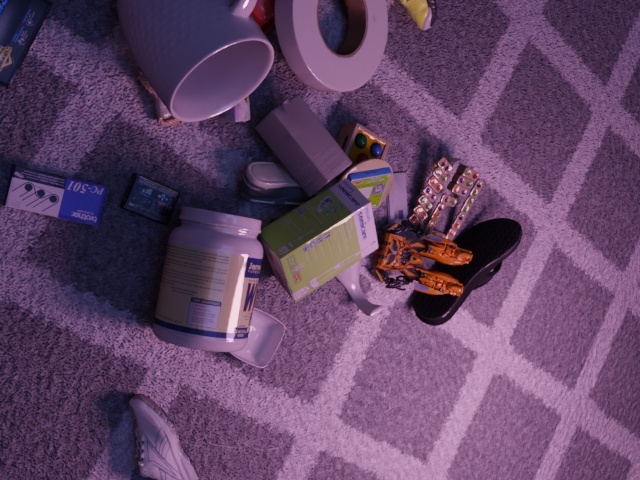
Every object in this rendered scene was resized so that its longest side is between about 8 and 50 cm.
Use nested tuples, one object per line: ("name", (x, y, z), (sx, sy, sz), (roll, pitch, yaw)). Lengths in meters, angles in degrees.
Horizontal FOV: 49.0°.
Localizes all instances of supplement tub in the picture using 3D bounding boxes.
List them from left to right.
("supplement tub", (-0.270, 0.093, 1.720), (0.236, 0.235, 0.324), (10, 90, -31))

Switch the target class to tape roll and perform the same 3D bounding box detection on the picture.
("tape roll", (0.039, -0.591, 1.871), (0.392, 0.072, 0.391), (-12, 106, -47))

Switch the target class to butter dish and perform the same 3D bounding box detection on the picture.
("butter dish", (-0.151, -0.624, 1.792), (0.160, 0.118, 0.160), (42, 74, -26))

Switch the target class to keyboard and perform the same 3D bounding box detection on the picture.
("keyboard", (0.235, -0.078, 2.132), (0.072, 0.014, 0.255), (-9, 99, -35))

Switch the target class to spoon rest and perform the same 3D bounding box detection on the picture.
("spoon rest", (0.089, 0.088, 2.033), (0.137, 0.084, 0.276), (-26, 94, -27))

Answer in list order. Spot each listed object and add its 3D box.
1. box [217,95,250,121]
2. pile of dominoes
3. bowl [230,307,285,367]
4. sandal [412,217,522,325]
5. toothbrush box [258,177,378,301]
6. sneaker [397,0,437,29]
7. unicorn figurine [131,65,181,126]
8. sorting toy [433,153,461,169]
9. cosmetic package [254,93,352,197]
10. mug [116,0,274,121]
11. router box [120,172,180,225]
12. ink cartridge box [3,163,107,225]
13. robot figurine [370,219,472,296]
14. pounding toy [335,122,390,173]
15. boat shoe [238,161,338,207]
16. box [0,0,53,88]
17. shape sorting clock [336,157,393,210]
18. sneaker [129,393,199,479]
("box", (-0.224, -0.460, 1.760), (0.063, 0.067, 0.323), (-24, 117, -56))
("pile of dominoes", (0.391, -0.114, 2.154), (0.196, 0.040, 0.251), (20, 104, -30))
("bowl", (-0.182, 0.258, 1.893), (0.142, 0.053, 0.141), (33, 78, -29))
("sandal", (0.463, 0.098, 2.218), (0.446, 0.168, 0.107), (-44, 139, -12))
("toothbrush box", (0.000, 0.000, 1.860), (0.283, 0.122, 0.206), (-32, 144, -12))
("sneaker", (0.205, -0.766, 1.999), (0.147, 0.145, 0.384), (-32, 111, 3))
("unicorn figurine", (-0.383, -0.356, 1.715), (0.111, 0.060, 0.161), (-15, 99, -33))
("sorting toy", (0.398, -0.237, 2.173), (0.083, 0.075, 0.044), (-44, 114, -20))
("cosmetic package", (-0.044, -0.250, 1.846), (0.238, 0.107, 0.127), (51, 48, -1))
("mug", (-0.278, -0.510, 1.575), (0.276, 0.374, 0.328), (-19, 71, -53))
("router box", (-0.418, -0.101, 1.730), (0.123, 0.038, 0.092), (25, 83, -30))
("ink cartridge box", (-0.607, -0.103, 1.615), (0.207, 0.046, 0.097), (13, 89, -31))
("robot figurine", (0.292, 0.058, 2.083), (0.291, 0.085, 0.210), (15, 87, -6))
("pounding toy", (0.133, -0.208, 2.010), (0.206, 0.094, 0.181), (25, 82, -29))
("boat shoe", (-0.080, -0.142, 1.910), (0.320, 0.116, 0.099), (4, 138, -38))
("box", (-0.711, -0.466, 1.518), (0.175, 0.051, 0.220), (29, 81, -29))
("shape sorting clock", (0.116, -0.141, 1.954), (0.206, 0.040, 0.206), (-24, 143, -20))
("sneaker", (-0.411, 0.520, 1.756), (0.129, 0.111, 0.297), (-28, 107, -19))
